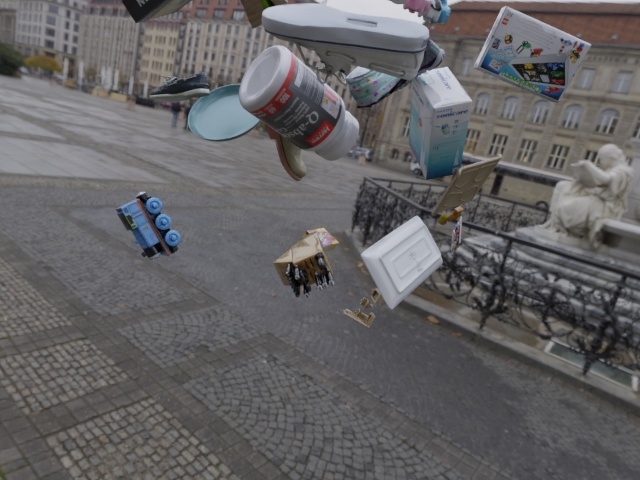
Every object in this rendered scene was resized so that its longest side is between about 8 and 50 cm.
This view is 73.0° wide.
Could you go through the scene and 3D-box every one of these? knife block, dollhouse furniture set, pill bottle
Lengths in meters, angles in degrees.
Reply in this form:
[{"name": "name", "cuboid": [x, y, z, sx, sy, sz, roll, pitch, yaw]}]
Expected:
[{"name": "knife block", "cuboid": [-0.009, 0.065, 1.297, 0.242, 0.088, 0.276, -5, 26, 44]}, {"name": "dollhouse furniture set", "cuboid": [0.184, 0.267, 1.879, 0.123, 0.151, 0.144, 30, 4, -7]}, {"name": "pill bottle", "cuboid": [-0.054, -0.408, 1.347, 0.363, 0.210, 0.210, 27, 1, -41]}]

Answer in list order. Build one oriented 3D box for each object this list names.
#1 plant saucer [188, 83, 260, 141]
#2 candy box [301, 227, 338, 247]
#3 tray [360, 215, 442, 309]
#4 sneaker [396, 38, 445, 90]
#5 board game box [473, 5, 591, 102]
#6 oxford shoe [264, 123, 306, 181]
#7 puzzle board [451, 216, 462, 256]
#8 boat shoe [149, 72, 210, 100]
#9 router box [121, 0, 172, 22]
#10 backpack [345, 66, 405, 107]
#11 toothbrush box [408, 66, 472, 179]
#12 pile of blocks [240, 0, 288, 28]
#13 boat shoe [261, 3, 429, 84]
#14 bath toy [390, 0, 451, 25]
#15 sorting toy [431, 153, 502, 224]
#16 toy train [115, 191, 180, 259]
[{"name": "plant saucer", "cuboid": [-0.363, -0.498, 1.708, 0.318, 0.317, 0.043, 19, -27, 22]}, {"name": "candy box", "cuboid": [0.000, 0.000, 2.006, 0.109, 0.053, 0.187, 45, 20, 15]}, {"name": "tray", "cuboid": [0.211, 0.041, 1.033, 0.030, 0.145, 0.270, -25, 3, 46]}, {"name": "sneaker", "cuboid": [0.275, -0.559, 1.362, 0.098, 0.083, 0.224, 38, -37, -27]}, {"name": "board game box", "cuboid": [0.681, -0.596, 1.400, 0.305, 0.193, 0.053, 21, 21, -6]}, {"name": "oxford shoe", "cuboid": [-0.097, -0.365, 1.583, 0.147, 0.397, 0.140, -21, 59, 3]}, {"name": "puzzle board", "cuboid": [0.519, -0.015, 1.655, 0.011, 0.096, 0.128, 14, 57, 4]}, {"name": "boat shoe", "cuboid": [-0.500, -0.538, 1.520, 0.255, 0.079, 0.095, 2, 10, 31]}, {"name": "router box", "cuboid": [-0.479, -0.865, 1.459, 0.309, 0.081, 0.243, -16, 26, 32]}, {"name": "backpack", "cuboid": [0.157, -0.461, 1.240, 0.115, 0.182, 0.152, 53, -26, -22]}, {"name": "toothbrush box", "cuboid": [0.392, -0.389, 1.456, 0.126, 0.295, 0.216, -11, 51, -2]}, {"name": "pile of blocks", "cuboid": [-0.129, -0.883, 1.469, 0.149, 0.362, 0.112, 48, 46, -6]}, {"name": "boat shoe", "cuboid": [0.046, -0.421, 0.972, 0.367, 0.156, 0.135, 11, 47, 6]}, {"name": "bath toy", "cuboid": [0.390, -0.987, 1.748, 0.348, 0.129, 0.151, -2, 26, -44]}, {"name": "sorting toy", "cuboid": [0.475, -0.161, 1.492, 0.229, 0.307, 0.041, -23, 61, -29]}, {"name": "toy train", "cuboid": [-0.450, -0.034, 1.139, 0.105, 0.184, 0.080, -35, 21, -29]}]
